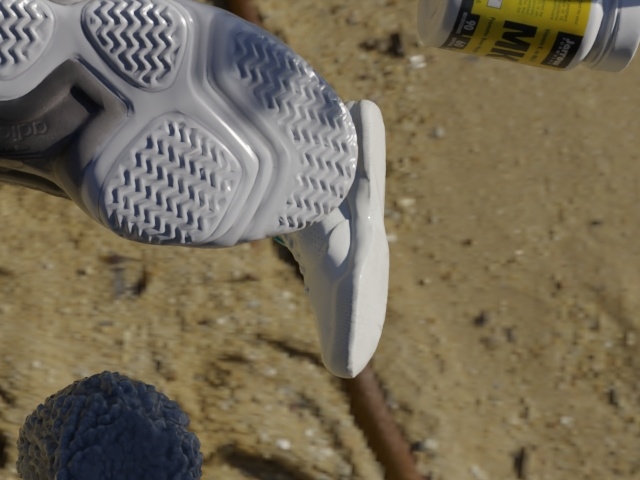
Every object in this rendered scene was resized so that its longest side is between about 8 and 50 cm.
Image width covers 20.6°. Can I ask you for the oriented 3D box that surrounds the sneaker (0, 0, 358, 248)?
[{"bbox_3d":[-0.125,-0.064,0.768,0.269,0.153,0.101,9,95,-18],"label":"sneaker"}]

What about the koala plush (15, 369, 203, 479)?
[{"bbox_3d":[-0.104,0.185,0.784,0.196,0.221,0.203,37,71,-18],"label":"koala plush"}]

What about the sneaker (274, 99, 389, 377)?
[{"bbox_3d":[0.000,0.000,1.345,0.094,0.080,0.212,-2,79,15],"label":"sneaker"}]

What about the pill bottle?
[{"bbox_3d":[0.212,-0.236,1.779,0.208,0.119,0.119,9,84,-12],"label":"pill bottle"}]
